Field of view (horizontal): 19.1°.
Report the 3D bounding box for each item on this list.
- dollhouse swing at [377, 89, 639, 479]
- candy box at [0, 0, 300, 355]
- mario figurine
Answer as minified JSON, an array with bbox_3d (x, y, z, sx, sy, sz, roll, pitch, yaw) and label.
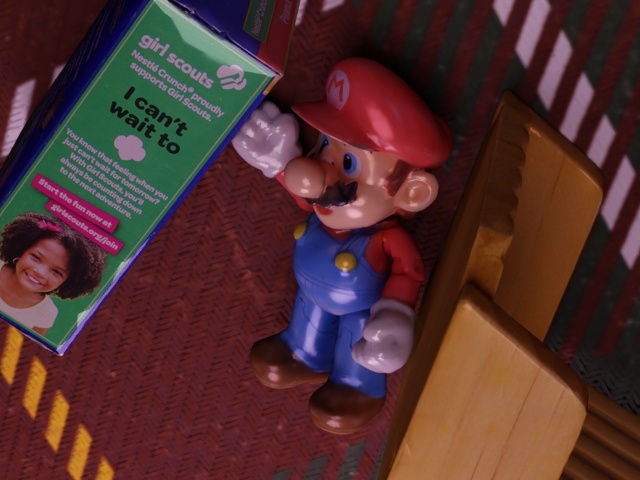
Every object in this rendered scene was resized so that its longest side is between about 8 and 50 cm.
[{"bbox_3d":[0.225,0.117,1.511,0.305,0.347,0.315,20,120,1],"label":"dollhouse swing"},{"bbox_3d":[-0.144,-0.110,1.503,0.122,0.268,0.317,31,120,-12],"label":"candy box"},{"bbox_3d":[0.000,0.000,1.587,0.198,0.170,0.321,14,116,8],"label":"mario figurine"}]
